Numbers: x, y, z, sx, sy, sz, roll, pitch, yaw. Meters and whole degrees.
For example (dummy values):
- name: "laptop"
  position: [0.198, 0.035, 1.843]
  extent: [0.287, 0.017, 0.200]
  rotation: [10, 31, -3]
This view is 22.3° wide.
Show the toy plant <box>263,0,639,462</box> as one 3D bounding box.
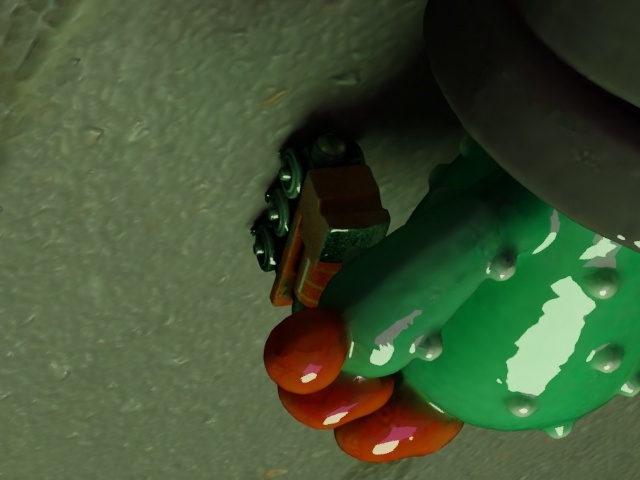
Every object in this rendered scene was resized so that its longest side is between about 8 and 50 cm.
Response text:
- name: "toy plant"
  position: [0.125, -0.051, 0.644]
  extent: [0.185, 0.279, 0.400]
  rotation: [24, 130, 5]

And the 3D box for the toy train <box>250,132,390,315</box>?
- name: "toy train"
  position: [0.000, 0.000, 0.759]
  extent: [0.044, 0.064, 0.103]
  rotation: [-7, 144, -21]
